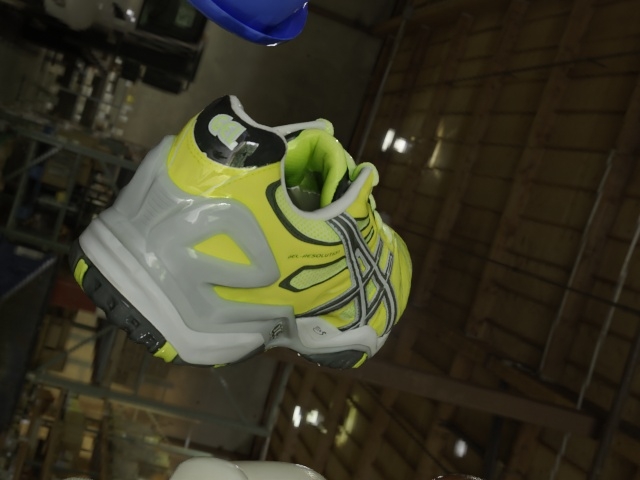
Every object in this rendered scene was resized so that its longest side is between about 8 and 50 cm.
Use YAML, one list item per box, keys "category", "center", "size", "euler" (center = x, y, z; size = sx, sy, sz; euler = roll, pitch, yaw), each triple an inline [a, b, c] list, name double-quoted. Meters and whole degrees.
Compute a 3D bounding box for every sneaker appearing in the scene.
- category: "sneaker"
  center: [0.000, 0.000, 0.615]
  size: [0.147, 0.145, 0.384]
  euler: [-51, 162, 15]

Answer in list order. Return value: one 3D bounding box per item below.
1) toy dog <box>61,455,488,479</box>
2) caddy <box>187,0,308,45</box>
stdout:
- category: "toy dog"
  center: [-0.009, 0.328, 0.647]
  size: [0.407, 0.395, 0.285]
  euler: [-27, -149, 32]
- category: "caddy"
  center: [-0.083, -0.277, 0.486]
  size: [0.179, 0.341, 0.241]
  euler: [-27, -150, 24]
